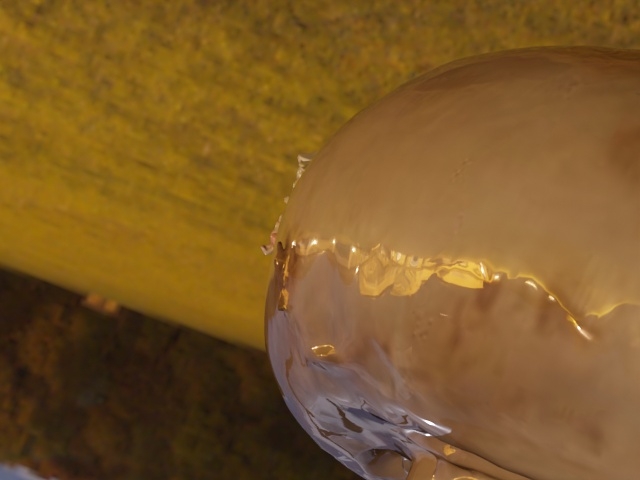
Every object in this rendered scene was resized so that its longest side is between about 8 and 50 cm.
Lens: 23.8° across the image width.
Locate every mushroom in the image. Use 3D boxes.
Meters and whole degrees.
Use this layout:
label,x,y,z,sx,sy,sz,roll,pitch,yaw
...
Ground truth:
label,x,y,z,sx,sy,sz,roll,pitch,yaw
mushroom,0.097,0.087,0.551,0.297,0.290,0.297,28,166,8

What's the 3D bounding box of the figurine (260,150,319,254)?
label,x,y,z,sx,sy,sz,roll,pitch,yaw
figurine,-0.005,-0.005,1.331,0.098,0.146,0.081,7,-158,-14
